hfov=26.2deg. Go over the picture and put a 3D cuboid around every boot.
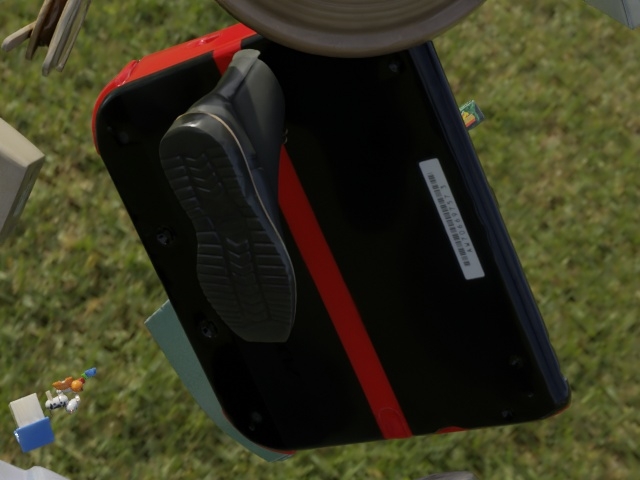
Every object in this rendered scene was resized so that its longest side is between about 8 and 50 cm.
[{"bbox_3d":[-0.045,-0.035,1.048,0.076,0.198,0.137,0,34,20],"label":"boot"}]

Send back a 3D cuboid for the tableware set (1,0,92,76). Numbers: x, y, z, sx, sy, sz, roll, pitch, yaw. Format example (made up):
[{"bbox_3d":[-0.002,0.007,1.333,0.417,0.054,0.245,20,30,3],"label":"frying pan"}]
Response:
[{"bbox_3d":[-0.171,-0.211,0.976,0.039,0.194,0.128,23,3,-8],"label":"tableware set"}]

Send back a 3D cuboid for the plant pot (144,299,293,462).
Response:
[{"bbox_3d":[-0.042,0.143,1.797,0.247,0.247,0.252,-24,84,-28],"label":"plant pot"}]

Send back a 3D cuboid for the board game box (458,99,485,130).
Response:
[{"bbox_3d":[0.052,-0.060,1.489,0.259,0.136,0.030,-38,96,-24],"label":"board game box"}]

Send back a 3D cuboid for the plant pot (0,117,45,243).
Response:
[{"bbox_3d":[-0.280,-0.050,1.085,0.096,0.109,0.109,24,9,-3],"label":"plant pot"}]

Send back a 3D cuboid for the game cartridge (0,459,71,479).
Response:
[{"bbox_3d":[-0.106,0.247,0.697,0.355,0.230,0.068,31,24,-29],"label":"game cartridge"}]

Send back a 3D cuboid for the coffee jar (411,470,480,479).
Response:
[{"bbox_3d":[0.088,0.190,0.636,0.079,0.096,0.184,-42,92,-18],"label":"coffee jar"}]

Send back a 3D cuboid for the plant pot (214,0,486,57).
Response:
[{"bbox_3d":[0.019,-0.230,0.804,0.237,0.237,0.110,36,0,-2],"label":"plant pot"}]

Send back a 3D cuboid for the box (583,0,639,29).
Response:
[{"bbox_3d":[0.348,-0.313,1.224,0.275,0.113,0.094,-32,37,-7],"label":"box"}]

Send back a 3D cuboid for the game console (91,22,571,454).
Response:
[{"bbox_3d":[0.000,0.000,1.158,0.060,0.342,0.387,-46,117,-53],"label":"game console"}]

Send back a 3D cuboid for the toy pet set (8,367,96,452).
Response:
[{"bbox_3d":[-0.333,0.217,1.740,0.114,0.122,0.065,-21,85,-19],"label":"toy pet set"}]
